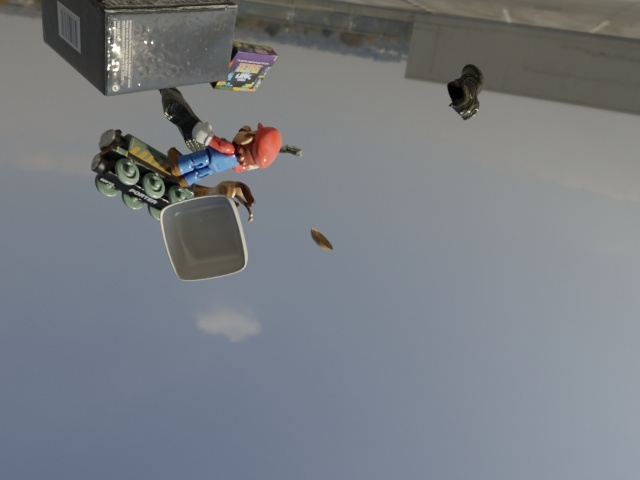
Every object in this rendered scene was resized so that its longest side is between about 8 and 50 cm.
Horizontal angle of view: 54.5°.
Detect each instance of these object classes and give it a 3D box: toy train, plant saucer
[{"bbox_3d":[-0.509,-0.190,1.811,0.142,0.190,0.334,-24,143,34],"label":"toy train"},{"bbox_3d":[0.000,0.000,1.670,0.083,0.015,0.083,43,-168,-12],"label":"plant saucer"}]

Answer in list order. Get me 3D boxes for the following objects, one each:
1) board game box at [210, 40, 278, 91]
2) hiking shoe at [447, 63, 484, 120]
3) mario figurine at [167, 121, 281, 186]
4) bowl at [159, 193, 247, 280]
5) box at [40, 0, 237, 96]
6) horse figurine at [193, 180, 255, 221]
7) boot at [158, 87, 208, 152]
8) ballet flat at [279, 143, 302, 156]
[{"bbox_3d":[-0.222,-0.496,1.781,0.170,0.141,0.048,-14,-115,-51],"label":"board game box"},{"bbox_3d":[0.484,-0.521,2.092,0.114,0.226,0.086,28,147,-30],"label":"hiking shoe"},{"bbox_3d":[-0.272,-0.269,1.800,0.321,0.170,0.198,-15,-171,-1],"label":"mario figurine"},{"bbox_3d":[-0.196,-0.009,1.072,0.142,0.142,0.053,-10,-168,13],"label":"bowl"},{"bbox_3d":[-0.384,-0.455,1.309,0.294,0.182,0.296,-21,-132,-38],"label":"box"},{"bbox_3d":[-0.314,-0.123,1.960,0.263,0.174,0.066,-16,177,23],"label":"horse figurine"},{"bbox_3d":[-0.402,-0.381,1.836,0.083,0.246,0.161,-28,-124,3],"label":"boot"},{"bbox_3d":[-0.127,-0.378,2.572,0.114,0.041,0.041,15,-160,22],"label":"ballet flat"}]
